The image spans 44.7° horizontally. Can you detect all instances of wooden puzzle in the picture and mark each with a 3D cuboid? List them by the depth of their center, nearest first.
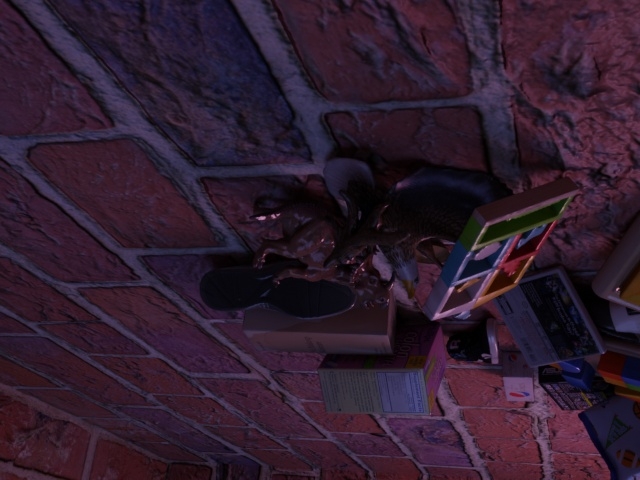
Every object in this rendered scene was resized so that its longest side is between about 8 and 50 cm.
[{"bbox_3d":[0.602,0.069,1.291,0.238,0.044,0.221,25,141,9],"label":"wooden puzzle"},{"bbox_3d":[0.591,0.268,1.635,0.348,0.080,0.322,18,167,36],"label":"wooden puzzle"}]

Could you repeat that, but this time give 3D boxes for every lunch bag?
[{"bbox_3d":[0.856,0.446,1.855,0.328,0.239,0.385,-30,156,26],"label":"lunch bag"}]

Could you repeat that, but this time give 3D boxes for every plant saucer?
[{"bbox_3d":[0.203,0.021,1.453,0.083,0.015,0.083,6,155,3],"label":"plant saucer"}]

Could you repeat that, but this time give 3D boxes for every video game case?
[{"bbox_3d":[0.442,0.153,1.526,0.173,0.022,0.190,-24,98,46],"label":"video game case"}]

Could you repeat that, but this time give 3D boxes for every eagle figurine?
[{"bbox_3d":[0.144,-0.019,1.244,0.298,0.225,0.226,-15,-144,-40],"label":"eagle figurine"}]

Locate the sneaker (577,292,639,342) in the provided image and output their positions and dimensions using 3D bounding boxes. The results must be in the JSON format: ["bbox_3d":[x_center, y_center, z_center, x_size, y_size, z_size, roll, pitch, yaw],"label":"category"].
[{"bbox_3d":[0.627,0.125,1.478,0.330,0.146,0.122,16,-171,34],"label":"sneaker"}]

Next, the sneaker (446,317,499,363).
[{"bbox_3d":[0.347,0.238,1.787,0.121,0.079,0.217,-2,154,13],"label":"sneaker"}]

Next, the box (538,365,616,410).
[{"bbox_3d":[0.700,0.374,2.005,0.216,0.060,0.270,-9,150,27],"label":"box"}]

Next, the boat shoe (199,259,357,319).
[{"bbox_3d":[-0.081,0.093,1.581,0.320,0.118,0.103,-2,-171,12],"label":"boat shoe"}]

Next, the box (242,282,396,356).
[{"bbox_3d":[0.003,0.167,1.678,0.311,0.121,0.148,0,154,13],"label":"box"}]

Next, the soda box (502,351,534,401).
[{"bbox_3d":[0.509,0.352,1.994,0.074,0.069,0.216,-1,153,16],"label":"soda box"}]

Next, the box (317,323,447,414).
[{"bbox_3d":[0.145,0.288,1.766,0.243,0.213,0.117,-3,110,21],"label":"box"}]

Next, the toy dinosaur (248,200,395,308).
[{"bbox_3d":[0.000,0.000,1.348,0.200,0.127,0.296,-11,141,25],"label":"toy dinosaur"}]

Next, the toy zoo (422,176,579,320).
[{"bbox_3d":[0.272,0.031,1.230,0.192,0.030,0.293,-18,147,-27],"label":"toy zoo"}]
